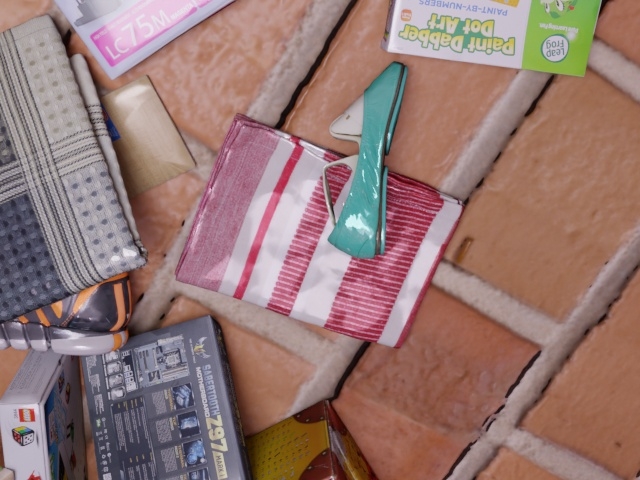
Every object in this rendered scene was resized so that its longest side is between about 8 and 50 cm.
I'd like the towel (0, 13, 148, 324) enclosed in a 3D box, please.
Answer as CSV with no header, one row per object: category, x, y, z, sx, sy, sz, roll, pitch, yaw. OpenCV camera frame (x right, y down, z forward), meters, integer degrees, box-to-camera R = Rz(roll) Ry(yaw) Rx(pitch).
towel,-0.388,-0.066,0.893,0.312,0.056,0.324,-22,83,6

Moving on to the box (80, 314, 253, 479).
box,-0.199,0.232,0.992,0.183,0.059,0.232,-17,71,2

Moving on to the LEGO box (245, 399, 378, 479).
LEGO box,-0.113,0.519,1.091,0.500,0.193,0.372,-28,108,6

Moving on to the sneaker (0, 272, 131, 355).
sneaker,-0.397,0.040,0.959,0.321,0.124,0.180,2,99,-7

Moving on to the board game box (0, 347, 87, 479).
board game box,-0.351,0.294,0.997,0.053,0.193,0.305,0,108,-5

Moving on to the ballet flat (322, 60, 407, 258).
ballet flat,0.048,-0.103,0.923,0.087,0.083,0.247,8,85,2

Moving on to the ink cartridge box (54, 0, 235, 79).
ink cartridge box,-0.248,-0.360,0.853,0.186,0.065,0.311,-32,107,6

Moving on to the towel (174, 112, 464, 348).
towel,0.000,0.000,1.007,0.329,0.037,0.237,19,107,-11

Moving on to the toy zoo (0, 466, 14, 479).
toy zoo,-0.498,0.323,0.947,0.293,0.030,0.192,14,112,20

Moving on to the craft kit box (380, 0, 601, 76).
craft kit box,0.213,-0.332,0.902,0.250,0.061,0.246,5,111,-6

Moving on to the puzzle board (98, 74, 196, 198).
puzzle board,-0.228,-0.129,0.958,0.096,0.011,0.128,-25,108,5
